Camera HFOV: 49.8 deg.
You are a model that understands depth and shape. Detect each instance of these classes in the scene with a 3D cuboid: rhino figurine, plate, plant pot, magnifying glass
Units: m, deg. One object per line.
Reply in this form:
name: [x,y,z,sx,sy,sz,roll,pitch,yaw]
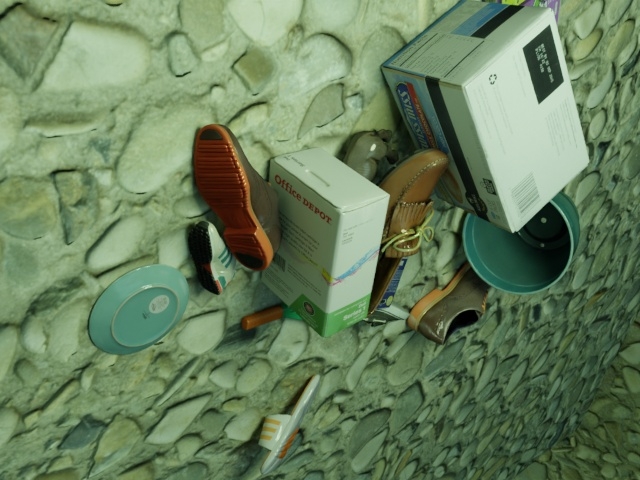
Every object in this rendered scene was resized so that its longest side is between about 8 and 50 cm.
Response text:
rhino figurine: [0.062,-0.106,1.332,0.106,0.073,0.243,2,120,-52]
plate: [-0.304,0.125,1.184,0.188,0.024,0.188,-27,137,-28]
plant pot: [0.538,-0.030,1.764,0.255,0.271,0.272,-25,139,-53]
magnifying glass: [-0.066,0.143,1.453,0.231,0.026,0.092,-17,132,-40]

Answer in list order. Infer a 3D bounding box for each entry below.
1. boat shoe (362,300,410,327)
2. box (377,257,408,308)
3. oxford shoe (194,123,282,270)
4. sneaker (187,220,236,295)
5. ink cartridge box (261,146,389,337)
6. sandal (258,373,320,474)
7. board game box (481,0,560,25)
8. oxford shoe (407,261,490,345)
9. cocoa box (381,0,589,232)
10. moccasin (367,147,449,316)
boat shoe: [0.127,0.165,1.635,0.219,0.078,0.070,21,104,-44]
box: [0.156,0.042,1.535,0.136,0.036,0.225,7,103,-62]
oxford shoe: [-0.130,-0.083,1.143,0.098,0.096,0.271,-54,141,-42]
sneaker: [-0.182,0.018,1.207,0.075,0.057,0.161,-46,145,-38]
ink cartridge box: [0.000,0.000,1.246,0.117,0.201,0.278,-21,134,-34]
sandal: [-0.088,0.427,1.640,0.265,0.076,0.102,-59,163,-25]
board game box: [0.416,-0.453,1.431,0.208,0.056,0.347,-32,140,-18]
oxford shoe: [0.409,0.159,1.872,0.363,0.132,0.130,-36,141,-19]
cocoa box: [0.315,-0.236,1.299,0.231,0.228,0.347,-41,128,-13]
moccasin: [0.143,-0.009,1.337,0.139,0.147,0.380,-4,133,-51]
